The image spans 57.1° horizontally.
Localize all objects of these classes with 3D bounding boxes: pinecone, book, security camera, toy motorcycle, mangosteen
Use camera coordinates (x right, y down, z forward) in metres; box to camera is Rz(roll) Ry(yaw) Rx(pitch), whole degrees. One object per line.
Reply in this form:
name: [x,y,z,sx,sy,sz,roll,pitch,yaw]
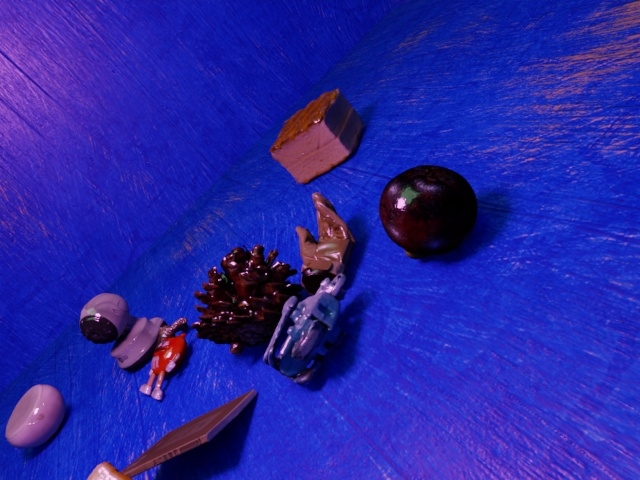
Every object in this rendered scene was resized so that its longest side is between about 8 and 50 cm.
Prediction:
pinecone: [-0.190,0.145,1.527,0.296,0.242,0.298,-55,10,-28]
book: [-0.310,0.452,1.360,0.310,0.021,0.217,-31,-1,26]
security camera: [-0.701,0.305,2.044,0.197,0.277,0.191,-28,25,30]
toy motorcycle: [-0.026,0.198,1.319,0.206,0.154,0.260,-55,3,40]
mangosteen: [0.228,-0.053,1.278,0.216,0.216,0.216,-35,24,18]

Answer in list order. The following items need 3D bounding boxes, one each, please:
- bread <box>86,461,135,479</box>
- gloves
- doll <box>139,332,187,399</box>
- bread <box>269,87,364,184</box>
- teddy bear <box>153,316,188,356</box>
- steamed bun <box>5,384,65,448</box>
bread: [-0.346,0.640,1.159,0.361,0.245,0.233,14,53,28]
gloves: [0.014,0.008,1.582,0.331,0.141,0.154,-87,21,-46]
doll: [-0.474,0.375,1.806,0.183,0.085,0.217,-8,50,56]
bread: [-0.007,-0.398,2.247,0.279,0.207,0.279,-28,25,34]
teddy bear: [-0.505,0.320,1.941,0.160,0.078,0.119,-62,2,-27]
steamed bun: [-1.017,0.646,2.133,0.232,0.145,0.232,-32,36,27]
